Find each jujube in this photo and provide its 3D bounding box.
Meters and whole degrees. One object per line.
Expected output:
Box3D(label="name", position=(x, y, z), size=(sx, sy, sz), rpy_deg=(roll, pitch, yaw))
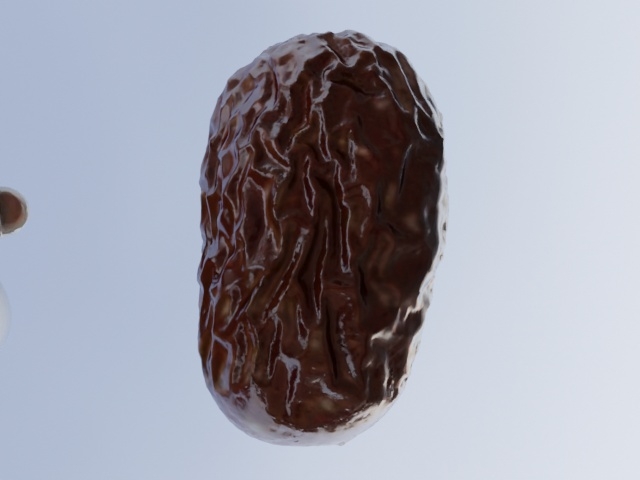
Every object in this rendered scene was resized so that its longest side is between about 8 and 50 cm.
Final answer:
Box3D(label="jujube", position=(0.000, 0.000, 0.401), size=(0.109, 0.112, 0.176), rpy_deg=(3, -97, 4))

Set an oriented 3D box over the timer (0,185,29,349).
Box3D(label="timer", position=(-0.257, 0.074, 0.375), size=(0.291, 0.290, 0.315), rpy_deg=(46, -110, -23))
